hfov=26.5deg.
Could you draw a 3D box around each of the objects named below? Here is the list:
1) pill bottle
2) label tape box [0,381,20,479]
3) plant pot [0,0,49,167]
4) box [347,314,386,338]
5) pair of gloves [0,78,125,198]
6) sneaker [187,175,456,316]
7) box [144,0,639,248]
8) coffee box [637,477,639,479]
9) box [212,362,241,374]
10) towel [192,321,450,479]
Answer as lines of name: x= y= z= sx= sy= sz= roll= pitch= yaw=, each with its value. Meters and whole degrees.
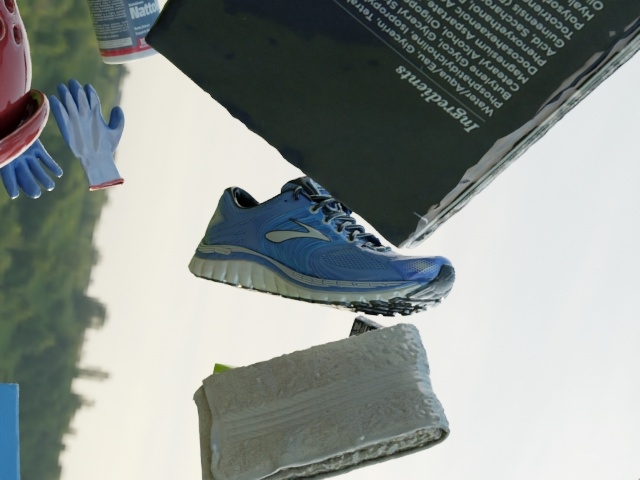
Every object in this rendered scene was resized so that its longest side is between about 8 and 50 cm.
pill bottle: x=-0.304 y=-0.371 z=2.089 sx=0.108 sy=0.108 sz=0.180 roll=-111 pitch=-172 yaw=-71
label tape box: x=-0.384 y=0.220 z=0.945 sx=0.106 sy=0.334 sz=0.240 roll=7 pitch=81 yaw=-80
plant pot: x=-0.334 y=-0.145 z=1.164 sx=0.191 sy=0.191 sz=0.174 roll=-100 pitch=169 yaw=-63
box: x=0.063 y=0.146 z=1.731 sx=0.018 sy=0.067 sz=0.083 roll=-18 pitch=129 yaw=-61
pair of gloves: x=-0.317 y=-0.123 z=1.614 sx=0.023 sy=0.198 sz=0.159 roll=-51 pitch=-123 yaw=51
sneaker: x=0.000 y=0.000 z=1.530 sx=0.130 sy=0.330 sz=0.147 roll=17 pitch=85 yaw=-60
box: x=0.171 y=-0.326 z=1.073 sx=0.472 sy=0.297 sz=0.480 roll=-47 pitch=-174 yaw=48
coffee box: x=0.483 y=0.299 z=1.168 sx=0.334 sy=0.338 sz=0.338 roll=39 pitch=-16 yaw=34
box: x=-0.063 y=0.208 z=1.883 sx=0.178 sy=0.109 sz=0.042 roll=8 pitch=-94 yaw=55
towel: x=-0.006 y=0.191 z=1.550 sx=0.187 sy=0.282 sz=0.049 roll=-103 pitch=175 yaw=-51
